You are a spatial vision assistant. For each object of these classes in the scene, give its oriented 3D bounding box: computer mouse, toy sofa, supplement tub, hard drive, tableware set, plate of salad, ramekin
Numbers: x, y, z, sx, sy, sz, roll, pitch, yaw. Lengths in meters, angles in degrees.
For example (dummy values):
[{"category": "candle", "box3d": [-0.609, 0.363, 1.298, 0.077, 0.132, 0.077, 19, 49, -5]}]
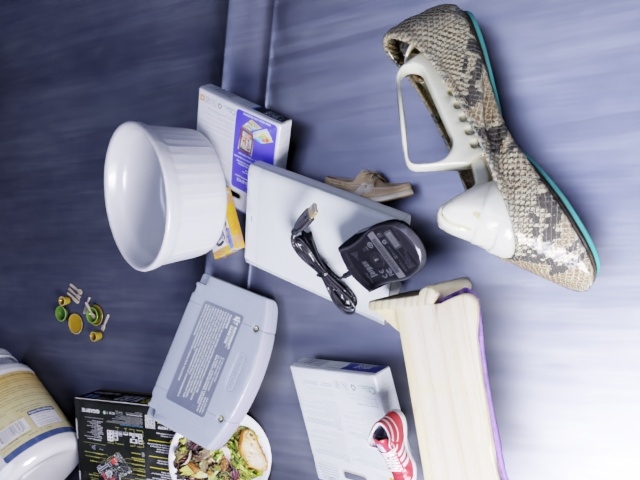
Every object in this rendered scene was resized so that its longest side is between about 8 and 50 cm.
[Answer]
[{"category": "computer mouse", "box3d": [0.059, -0.001, 1.051, 0.184, 0.060, 0.262, 51, 143, 1]}, {"category": "toy sofa", "box3d": [0.207, 0.244, 1.017, 0.177, 0.150, 0.363, -12, 86, 33]}, {"category": "supplement tub", "box3d": [-0.717, 0.423, 1.518, 0.316, 0.228, 0.228, 44, 112, 21]}, {"category": "hard drive", "box3d": [0.000, 0.000, 1.160, 0.307, 0.040, 0.203, 23, 123, 28]}, {"category": "tableware set", "box3d": [-0.553, 0.176, 1.530, 0.154, 0.024, 0.104, 33, 108, 24]}, {"category": "plate of salad", "box3d": [-0.194, 0.422, 1.277, 0.199, 0.048, 0.200, 0, 87, 0]}, {"category": "ramekin", "box3d": [-0.294, -0.086, 1.264, 0.277, 0.135, 0.277, 12, 105, 50]}]

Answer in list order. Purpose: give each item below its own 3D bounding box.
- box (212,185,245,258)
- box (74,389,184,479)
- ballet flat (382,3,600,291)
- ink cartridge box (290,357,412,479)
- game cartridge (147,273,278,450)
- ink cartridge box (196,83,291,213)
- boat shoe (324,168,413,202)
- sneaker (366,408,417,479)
[{"category": "box", "box3d": [-0.190, -0.040, 1.273, 0.081, 0.028, 0.136, -26, 79, 50]}, {"category": "box", "box3d": [-0.379, 0.459, 1.411, 0.322, 0.079, 0.257, -4, 92, 30]}, {"category": "ballet flat", "box3d": [0.218, -0.121, 0.981, 0.182, 0.164, 0.483, -20, 77, -9]}, {"category": "ink cartridge box", "box3d": [0.053, 0.315, 1.125, 0.223, 0.045, 0.224, -5, 99, 50]}, {"category": "game cartridge", "box3d": [-0.199, 0.230, 1.268, 0.198, 0.062, 0.297, 19, 84, 24]}, {"category": "ink cartridge box", "box3d": [-0.154, -0.163, 1.259, 0.206, 0.045, 0.208, 29, 124, 27]}, {"category": "boat shoe", "box3d": [0.075, -0.093, 1.132, 0.170, 0.063, 0.059, -2, 97, 31]}, {"category": "sneaker", "box3d": [0.102, 0.310, 0.961, 0.042, 0.067, 0.118, -14, 85, 35]}]
